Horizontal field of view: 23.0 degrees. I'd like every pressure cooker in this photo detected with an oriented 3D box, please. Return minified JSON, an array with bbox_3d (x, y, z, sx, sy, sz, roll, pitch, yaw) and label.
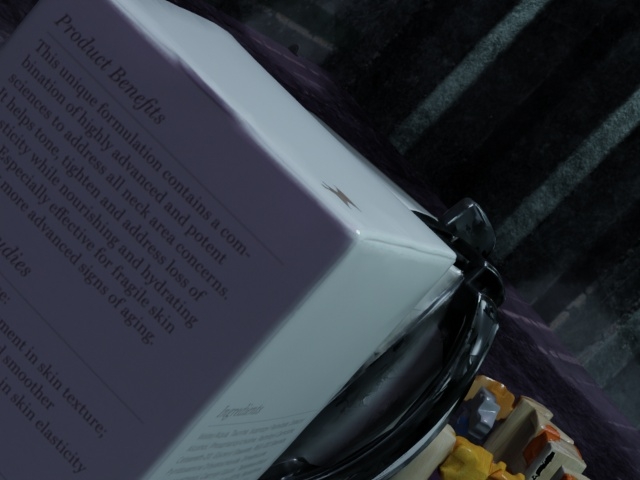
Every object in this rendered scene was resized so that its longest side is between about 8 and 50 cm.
[{"bbox_3d":[-0.030,0.087,1.681,0.375,0.370,0.420,-4,33,-39],"label":"pressure cooker"}]

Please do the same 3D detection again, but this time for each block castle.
[{"bbox_3d":[0.163,0.302,1.998,0.303,0.213,0.453,33,11,-10],"label":"block castle"}]

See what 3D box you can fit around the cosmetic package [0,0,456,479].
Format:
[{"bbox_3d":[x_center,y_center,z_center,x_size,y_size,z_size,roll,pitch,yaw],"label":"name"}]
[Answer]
[{"bbox_3d":[-0.157,0.041,1.342,0.329,0.394,0.327,45,10,16],"label":"cosmetic package"}]
